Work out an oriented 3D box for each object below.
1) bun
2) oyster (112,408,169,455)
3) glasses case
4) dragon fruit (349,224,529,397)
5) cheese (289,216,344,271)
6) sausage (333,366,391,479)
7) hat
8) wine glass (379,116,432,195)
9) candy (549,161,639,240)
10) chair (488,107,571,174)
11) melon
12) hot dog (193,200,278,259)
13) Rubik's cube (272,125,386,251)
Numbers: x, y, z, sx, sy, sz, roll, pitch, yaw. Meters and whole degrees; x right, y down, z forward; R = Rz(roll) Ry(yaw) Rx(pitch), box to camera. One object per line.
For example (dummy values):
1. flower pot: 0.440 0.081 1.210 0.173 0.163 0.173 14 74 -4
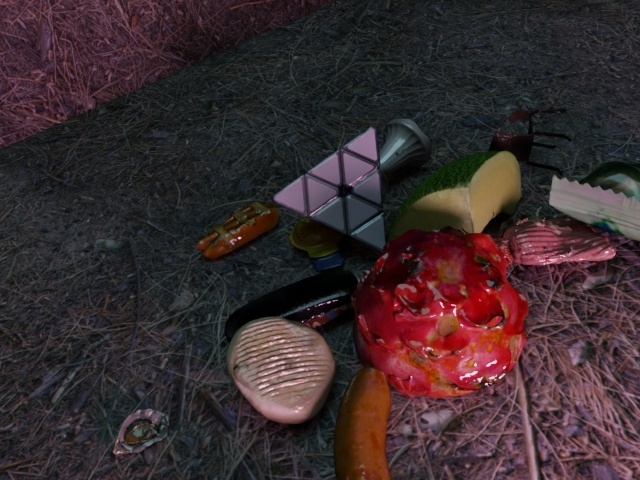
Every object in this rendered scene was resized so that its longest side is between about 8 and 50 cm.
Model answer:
1. bun: -0.076 0.264 1.327 0.210 0.116 0.237 -21 60 -21
2. oyster: -0.359 0.391 1.334 0.100 0.037 0.098 8 57 -4
3. glasses case: -0.062 0.155 1.484 0.321 0.082 0.122 -22 27 -3
4. dragon fruit: 0.235 0.112 1.335 0.370 0.249 0.386 13 46 25
5. cheese: 0.000 0.000 1.689 0.156 0.064 0.250 -15 36 -1
6. sausage: 0.080 0.347 1.185 0.108 0.109 0.271 -5 38 12
7. hat: 0.492 -0.003 1.494 0.286 0.107 0.237 -10 20 -2
8. wine glass: 0.201 -0.230 1.858 0.165 0.165 0.196 22 56 38
9. candy: 0.734 -0.120 1.532 0.263 0.172 0.398 26 39 36
10. chair: 0.556 -0.268 1.780 0.213 0.174 0.149 3 42 4
11. melon: 0.354 -0.095 1.614 0.226 0.331 0.343 39 45 7
12. hot dog: -0.227 -0.031 1.802 0.269 0.072 0.109 -32 38 -24
13. Rubik's cube: 0.061 -0.115 1.658 0.228 0.229 0.233 -8 40 38
